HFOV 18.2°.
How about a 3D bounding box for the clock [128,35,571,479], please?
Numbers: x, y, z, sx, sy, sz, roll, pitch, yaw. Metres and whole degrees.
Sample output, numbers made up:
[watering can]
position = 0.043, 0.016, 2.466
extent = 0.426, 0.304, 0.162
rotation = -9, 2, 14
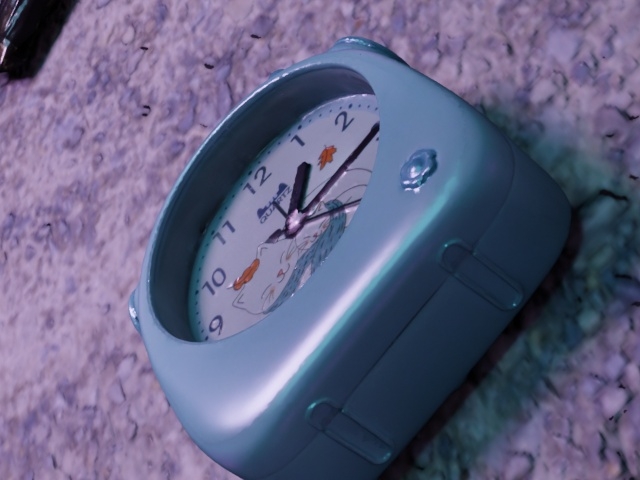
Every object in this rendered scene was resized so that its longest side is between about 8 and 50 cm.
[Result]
[clock]
position = 0.000, 0.000, 1.094
extent = 0.223, 0.094, 0.274
rotation = -49, 31, 7

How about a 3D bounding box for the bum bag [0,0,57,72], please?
[bum bag]
position = -0.220, -0.246, 1.612
extent = 0.102, 0.069, 0.248
rotation = 24, 81, 41
